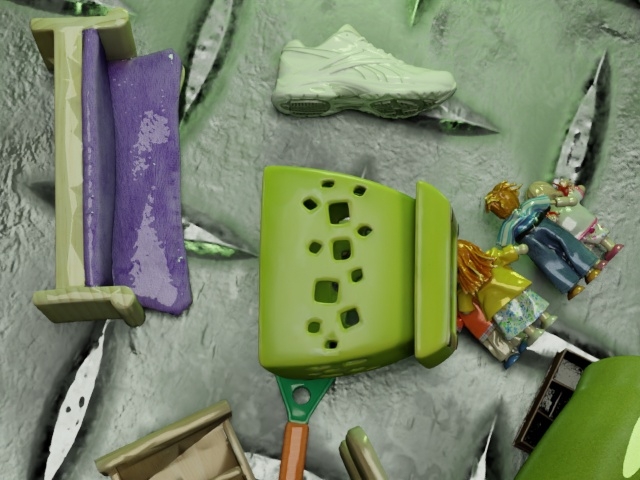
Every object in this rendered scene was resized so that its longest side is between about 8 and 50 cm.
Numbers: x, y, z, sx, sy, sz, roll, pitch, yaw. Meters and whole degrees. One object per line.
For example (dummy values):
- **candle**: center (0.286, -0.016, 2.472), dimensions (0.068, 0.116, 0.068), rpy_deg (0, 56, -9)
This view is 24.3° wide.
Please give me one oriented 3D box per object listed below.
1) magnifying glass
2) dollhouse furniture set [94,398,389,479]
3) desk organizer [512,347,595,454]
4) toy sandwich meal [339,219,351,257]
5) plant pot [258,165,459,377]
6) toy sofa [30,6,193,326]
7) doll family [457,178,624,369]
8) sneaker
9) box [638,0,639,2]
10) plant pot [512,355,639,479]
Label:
- **magnifying glass**: center (-0.024, 0.197, 1.796), dimensions (0.092, 0.026, 0.231), rpy_deg (8, 76, -1)
- **dollhouse furniture set**: center (-0.124, 0.302, 1.578), dimensions (0.362, 0.394, 0.257), rpy_deg (-25, 80, -7)
- **desk organizer**: center (0.283, 0.197, 1.793), dimensions (0.047, 0.050, 0.130), rpy_deg (27, 78, 4)
- **toy sandwich meal**: center (0.000, 0.000, 1.834), dimensions (0.085, 0.029, 0.086), rpy_deg (0, 78, -2)
- **plant pot**: center (0.050, 0.043, 1.686), dimensions (0.207, 0.227, 0.228), rpy_deg (1, 82, 8)
- **toy sofa**: center (-0.249, -0.084, 1.782), dimensions (0.177, 0.150, 0.363), rpy_deg (-2, 78, -2)
- **doll family**: center (0.244, 0.018, 1.795), dimensions (0.163, 0.118, 0.263), rpy_deg (44, 80, 7)
- **sneaker**: center (0.055, -0.217, 1.856), dimensions (0.232, 0.090, 0.115), rpy_deg (2, 74, -3)
- **box**: center (0.445, -0.416, 1.936), dimensions (0.184, 0.045, 0.191), rpy_deg (-35, 80, -12)
- **plant pot**: center (0.350, 0.331, 1.638), dimensions (0.366, 0.366, 0.353), rpy_deg (24, 66, 3)
